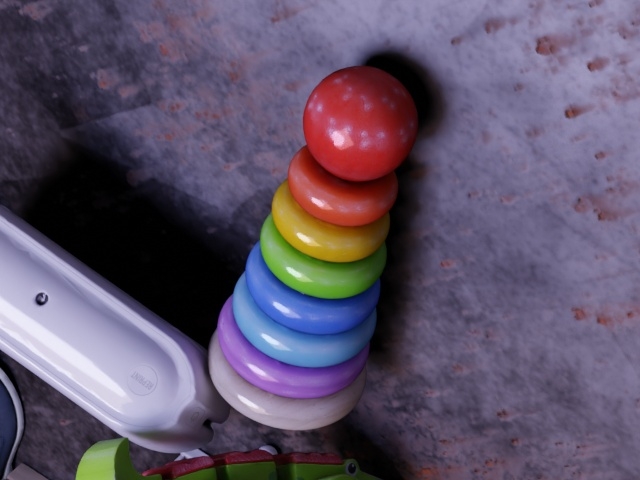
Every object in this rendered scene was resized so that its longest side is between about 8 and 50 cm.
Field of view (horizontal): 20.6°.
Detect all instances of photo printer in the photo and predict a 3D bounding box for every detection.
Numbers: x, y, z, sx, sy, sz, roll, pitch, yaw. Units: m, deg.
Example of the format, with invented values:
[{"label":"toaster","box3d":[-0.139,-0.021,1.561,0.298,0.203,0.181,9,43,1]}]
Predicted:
[{"label":"photo printer","box3d":[-0.218,0.085,1.611,0.307,0.107,0.256,35,175,5]}]

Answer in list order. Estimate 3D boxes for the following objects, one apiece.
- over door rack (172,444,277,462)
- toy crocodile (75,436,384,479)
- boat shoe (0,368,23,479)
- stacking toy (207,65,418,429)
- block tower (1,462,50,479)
[{"label":"over door rack","box3d":[-0.090,0.323,1.680,0.324,0.239,0.108,36,144,14]},{"label":"toy crocodile","box3d":[-0.064,0.226,1.549,0.115,0.340,0.105,-17,74,51]},{"label":"boat shoe","box3d":[-0.401,0.229,1.996,0.095,0.079,0.254,35,138,15]},{"label":"stacking toy","box3d":[0.000,0.000,1.431,0.141,0.141,0.330,31,133,18]},{"label":"block tower","box3d":[-0.354,0.417,2.098,0.097,0.091,0.335,29,136,22]}]
